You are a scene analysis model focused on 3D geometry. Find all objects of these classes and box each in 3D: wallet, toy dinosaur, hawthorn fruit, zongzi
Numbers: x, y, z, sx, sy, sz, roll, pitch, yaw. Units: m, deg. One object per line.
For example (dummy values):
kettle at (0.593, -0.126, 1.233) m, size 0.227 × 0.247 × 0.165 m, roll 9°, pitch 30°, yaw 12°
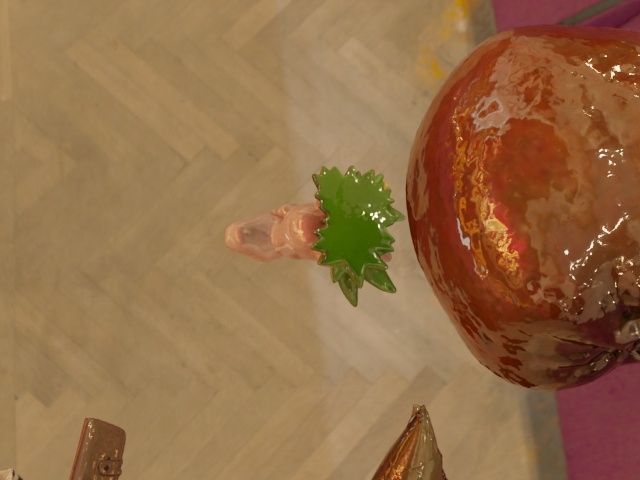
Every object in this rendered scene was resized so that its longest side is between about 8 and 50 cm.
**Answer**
wallet at (-0.461, 0.457, 1.788) m, size 0.118 × 0.039 × 0.152 m, roll 36°, pitch 49°, yaw -44°
toy dinosaur at (0.002, 0.007, 0.988) m, size 0.194 × 0.177 × 0.152 m, roll -4°, pitch 82°, yaw -22°
hawthorn fruit at (0.193, -0.043, 0.677) m, size 0.268 × 0.267 × 0.301 m, roll -8°, pitch 54°, yaw -16°
zongzi at (0.133, 0.470, 1.603) m, size 0.123 × 0.289 × 0.260 m, roll 28°, pitch 62°, yaw 28°

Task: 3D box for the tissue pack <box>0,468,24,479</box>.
tissue pack at (-0.462, 0.368, 1.249) m, size 0.062 × 0.083 × 0.042 m, roll -10°, pitch 52°, yaw 0°
